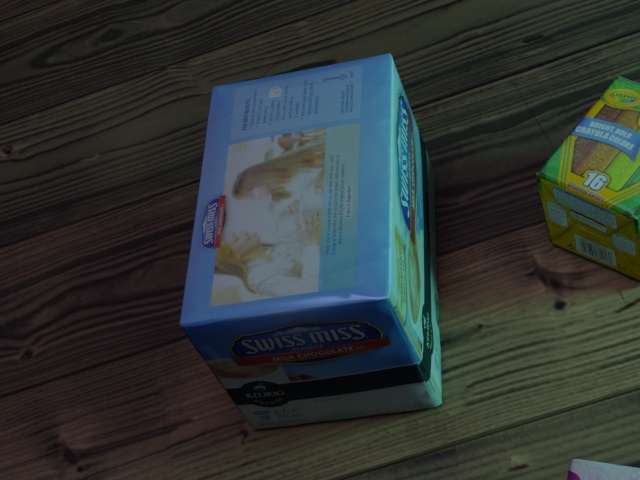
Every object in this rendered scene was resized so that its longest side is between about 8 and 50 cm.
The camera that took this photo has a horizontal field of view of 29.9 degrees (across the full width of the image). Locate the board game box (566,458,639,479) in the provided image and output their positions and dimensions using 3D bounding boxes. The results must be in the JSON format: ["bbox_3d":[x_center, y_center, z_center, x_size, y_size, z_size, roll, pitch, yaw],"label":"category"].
[{"bbox_3d":[0.216,0.383,0.919,0.066,0.318,0.319,4,56,23],"label":"board game box"}]

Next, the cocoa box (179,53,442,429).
[{"bbox_3d":[0.000,0.000,1.355,0.231,0.228,0.347,-8,51,15],"label":"cocoa box"}]

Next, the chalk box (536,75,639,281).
[{"bbox_3d":[0.362,-0.085,1.347,0.132,0.132,0.213,27,67,34],"label":"chalk box"}]
